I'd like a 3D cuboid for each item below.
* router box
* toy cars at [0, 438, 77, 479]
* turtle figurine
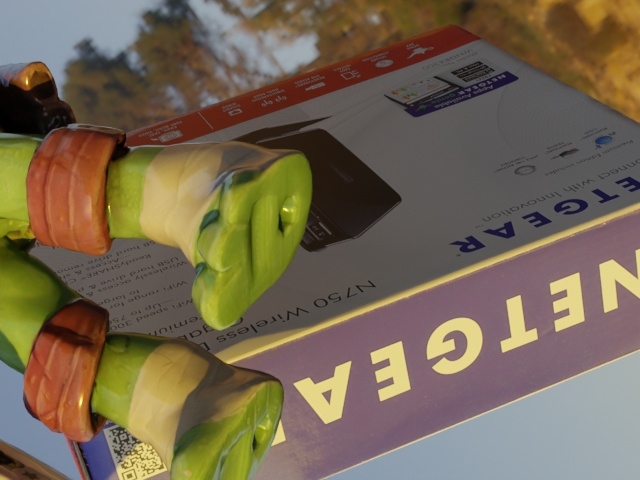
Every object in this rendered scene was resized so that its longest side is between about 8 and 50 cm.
[{"bbox_3d":[0.000,0.000,0.751,0.301,0.336,0.082,-135,28,-59],"label":"router box"},{"bbox_3d":[-0.262,0.185,0.767,0.087,0.394,0.176,-3,-102,-75],"label":"toy cars"},{"bbox_3d":[-0.156,0.010,0.458,0.266,0.197,0.275,17,175,18],"label":"turtle figurine"}]
